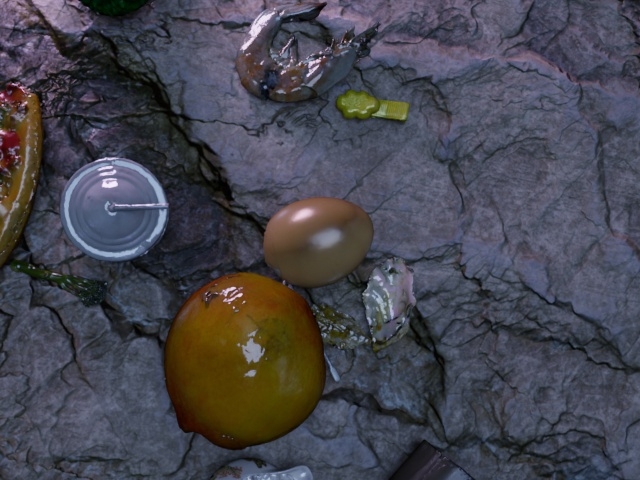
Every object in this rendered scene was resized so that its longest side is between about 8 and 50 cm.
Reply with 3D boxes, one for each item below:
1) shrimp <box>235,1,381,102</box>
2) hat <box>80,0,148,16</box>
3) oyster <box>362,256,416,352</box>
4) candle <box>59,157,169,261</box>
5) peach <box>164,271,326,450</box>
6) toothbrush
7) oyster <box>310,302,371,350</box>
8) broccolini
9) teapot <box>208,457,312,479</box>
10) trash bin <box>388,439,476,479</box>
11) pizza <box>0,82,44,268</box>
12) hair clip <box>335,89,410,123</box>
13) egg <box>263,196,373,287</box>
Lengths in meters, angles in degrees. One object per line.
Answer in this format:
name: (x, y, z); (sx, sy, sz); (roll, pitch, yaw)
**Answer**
shrimp: (-0.028, -0.454, 1.869); (0.361, 0.085, 0.246); (-23, 82, -5)
hat: (-0.444, -0.679, 1.785); (0.274, 0.242, 0.332); (49, 57, -23)
oyster: (0.168, 0.145, 1.842); (0.133, 0.072, 0.208); (-13, 71, 21)
candle: (-0.425, -0.062, 1.656); (0.222, 0.342, 0.221); (0, 89, -11)
peach: (-0.155, 0.258, 1.676); (0.373, 0.290, 0.372); (-5, 98, -41)
toothbrush: (-0.021, 0.206, 1.833); (0.022, 0.026, 0.262); (-27, 89, -14)
oyster: (0.029, 0.204, 1.826); (0.122, 0.045, 0.146); (-31, 88, -11)
broccolini: (-0.581, 0.094, 1.773); (0.216, 0.058, 0.067); (14, 49, 2)
teapot: (-0.158, 0.569, 1.703); (0.298, 0.139, 0.204); (-24, 77, -37)
trash bin: (0.206, 0.605, 1.736); (0.301, 0.203, 0.252); (-47, 131, -9)
pizza: (-0.817, -0.152, 1.719); (0.407, 0.130, 0.439); (11, 84, -8)
hair clip: (0.122, -0.311, 1.885); (0.173, 0.046, 0.072); (12, 80, -4)
egg: (0.000, 0.000, 1.757); (0.245, 0.201, 0.201); (-20, 88, 21)
